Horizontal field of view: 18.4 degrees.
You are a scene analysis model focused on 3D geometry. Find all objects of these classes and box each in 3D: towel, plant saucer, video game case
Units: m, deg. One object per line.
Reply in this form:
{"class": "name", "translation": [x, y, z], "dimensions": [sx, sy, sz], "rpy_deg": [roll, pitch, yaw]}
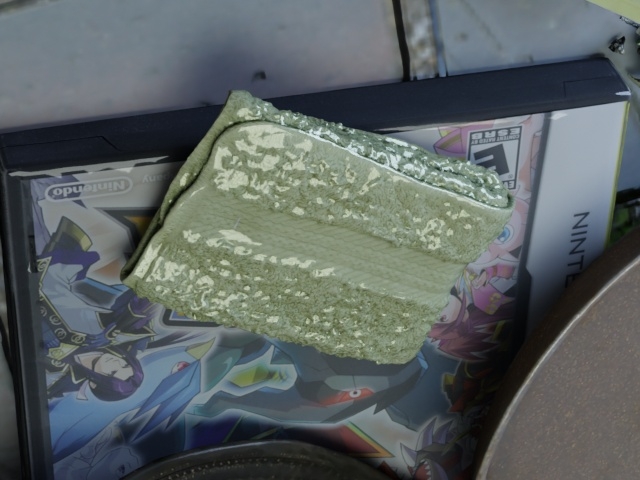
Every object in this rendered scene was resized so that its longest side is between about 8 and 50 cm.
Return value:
{"class": "towel", "translation": [0.000, 0.000, 0.827], "dimensions": [0.148, 0.027, 0.110], "rpy_deg": [16, 121, -28]}
{"class": "plant saucer", "translation": [0.195, 0.080, 0.960], "dimensions": [0.310, 0.050, 0.311], "rpy_deg": [-18, 132, -21]}
{"class": "video game case", "translation": [-0.003, 0.044, 0.901], "dimensions": [0.274, 0.035, 0.248], "rpy_deg": [-8, 129, -13]}

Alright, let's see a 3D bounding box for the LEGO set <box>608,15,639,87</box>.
{"class": "LEGO set", "translation": [0.152, -0.091, 0.856], "dimensions": [0.054, 0.023, 0.083], "rpy_deg": [-27, 130, 3]}

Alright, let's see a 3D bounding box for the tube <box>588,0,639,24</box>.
{"class": "tube", "translation": [0.154, -0.192, 0.763], "dimensions": [0.062, 0.070, 0.240], "rpy_deg": [-32, 158, -57]}

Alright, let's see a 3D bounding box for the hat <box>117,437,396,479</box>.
{"class": "hat", "translation": [-0.015, 0.257, 0.898], "dimensions": [0.331, 0.134, 0.331], "rpy_deg": [-16, 120, -29]}
